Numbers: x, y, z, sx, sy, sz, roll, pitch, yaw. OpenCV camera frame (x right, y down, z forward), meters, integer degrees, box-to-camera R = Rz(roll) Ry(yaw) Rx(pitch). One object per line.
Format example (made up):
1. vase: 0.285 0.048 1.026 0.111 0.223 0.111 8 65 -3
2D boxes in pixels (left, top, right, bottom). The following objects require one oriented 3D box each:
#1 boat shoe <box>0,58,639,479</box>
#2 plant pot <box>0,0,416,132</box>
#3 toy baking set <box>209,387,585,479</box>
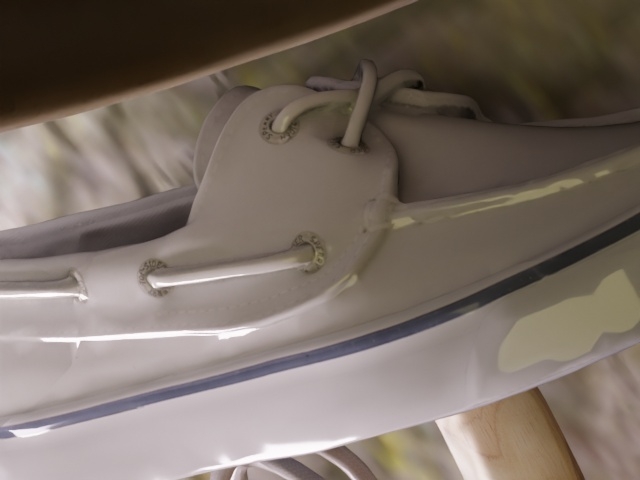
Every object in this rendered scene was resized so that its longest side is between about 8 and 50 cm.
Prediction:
1. boat shoe: 0.000 0.000 0.441 0.258 0.095 0.084 -20 97 29
2. plant pot: -0.004 -0.196 0.230 0.323 0.323 0.280 -24 88 34
3. toy baking set: 0.024 0.145 0.531 0.197 0.030 0.256 39 132 -6
